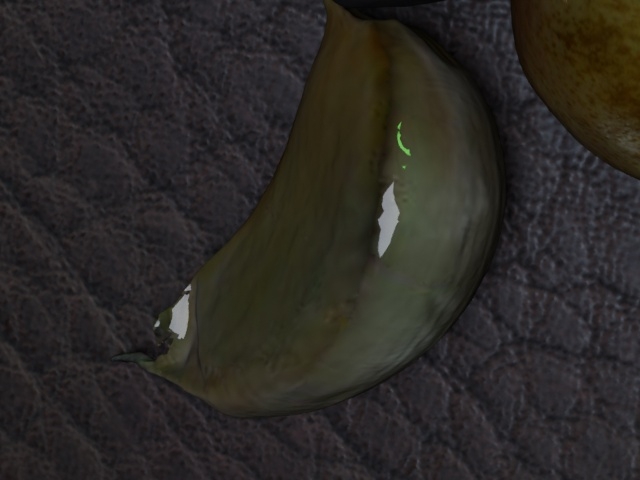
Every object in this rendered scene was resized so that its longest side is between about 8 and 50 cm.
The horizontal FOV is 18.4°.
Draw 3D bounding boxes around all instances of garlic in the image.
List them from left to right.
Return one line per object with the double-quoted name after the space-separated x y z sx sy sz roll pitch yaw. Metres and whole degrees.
0.003 0.018 1.294 0.196 0.151 0.338 48 120 30 "garlic"

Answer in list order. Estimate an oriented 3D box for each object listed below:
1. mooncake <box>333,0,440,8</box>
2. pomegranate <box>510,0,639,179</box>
0.037 -0.256 1.155 0.133 0.245 0.245 -8 100 5 "mooncake"
0.242 -0.163 1.071 0.319 0.319 0.319 3 103 15 "pomegranate"
